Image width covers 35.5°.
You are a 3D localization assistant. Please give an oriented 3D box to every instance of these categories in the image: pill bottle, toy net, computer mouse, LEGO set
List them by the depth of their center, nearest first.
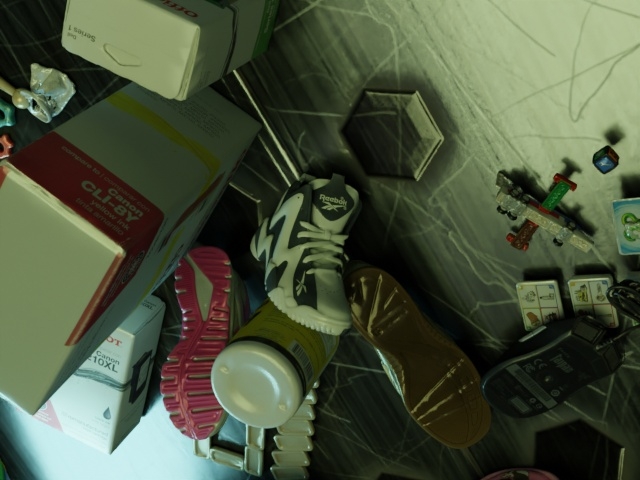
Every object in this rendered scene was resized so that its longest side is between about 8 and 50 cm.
[{"bbox_3d":[0.310,-0.003,1.173,0.183,0.060,0.244,-5,123,24],"label":"LEGO set"},{"bbox_3d":[0.337,0.153,1.226,0.184,0.060,0.262,38,125,-15],"label":"computer mouse"},{"bbox_3d":[-0.045,0.136,1.278,0.119,0.208,0.119,9,116,18],"label":"pill bottle"},{"bbox_3d":[-0.439,-0.174,1.391,0.232,0.045,0.122,-8,110,25],"label":"toy net"}]

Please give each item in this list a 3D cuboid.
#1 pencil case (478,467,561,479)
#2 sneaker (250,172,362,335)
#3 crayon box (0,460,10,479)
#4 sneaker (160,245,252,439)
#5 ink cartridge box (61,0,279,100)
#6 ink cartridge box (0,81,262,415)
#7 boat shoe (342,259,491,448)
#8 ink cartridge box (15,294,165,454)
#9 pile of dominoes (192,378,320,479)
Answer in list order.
[{"bbox_3d":[0.299,0.502,1.344,0.160,0.167,0.386,-20,108,-5],"label":"pencil case"},{"bbox_3d":[0.000,0.000,1.213,0.094,0.235,0.153,18,111,-24],"label":"sneaker"},{"bbox_3d":[-0.631,0.419,1.728,0.165,0.081,0.278,-10,110,26],"label":"crayon box"},{"bbox_3d":[-0.139,0.140,1.337,0.103,0.111,0.252,4,80,21],"label":"sneaker"},{"bbox_3d":[-0.164,-0.256,1.136,0.160,0.219,0.092,25,121,10],"label":"ink cartridge box"},{"bbox_3d":[-0.255,-0.020,1.191,0.160,0.384,0.279,35,122,0],"label":"ink cartridge box"},{"bbox_3d":[0.125,0.142,1.294,0.105,0.089,0.285,-32,103,5],"label":"boat shoe"},{"bbox_3d":[-0.343,0.173,1.482,0.172,0.100,0.237,23,120,10],"label":"ink cartridge box"},{"bbox_3d":[-0.093,0.245,1.465,0.196,0.040,0.251,15,127,15],"label":"pile of dominoes"}]
